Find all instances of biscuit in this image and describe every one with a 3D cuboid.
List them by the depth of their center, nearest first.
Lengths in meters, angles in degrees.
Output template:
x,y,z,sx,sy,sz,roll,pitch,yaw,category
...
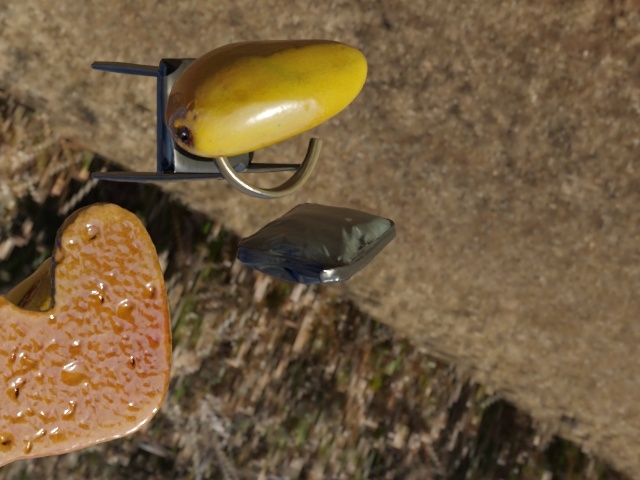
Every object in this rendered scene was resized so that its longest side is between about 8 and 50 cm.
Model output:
x,y,z,sx,sy,sz,roll,pitch,yaw,category
-0.299,0.102,1.273,0.277,0.262,0.052,-12,-176,-26,biscuit

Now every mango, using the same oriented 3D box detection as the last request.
x,y,z,sx,sy,sz,roll,pitch,yaw,category
-0.061,-0.171,1.314,0.138,0.253,0.113,41,146,47,mango
-0.508,0.152,2.042,0.177,0.295,0.120,12,160,33,mango

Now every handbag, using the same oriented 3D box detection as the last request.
x,y,z,sx,sy,sz,roll,pitch,yaw,category
-0.001,0.001,1.924,0.191,0.075,0.332,13,-162,17,handbag

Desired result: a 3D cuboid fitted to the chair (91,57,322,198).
x,y,z,sx,sy,sz,roll,pitch,yaw,category
-0.147,-0.152,1.500,0.272,0.166,0.188,12,-165,40,chair
